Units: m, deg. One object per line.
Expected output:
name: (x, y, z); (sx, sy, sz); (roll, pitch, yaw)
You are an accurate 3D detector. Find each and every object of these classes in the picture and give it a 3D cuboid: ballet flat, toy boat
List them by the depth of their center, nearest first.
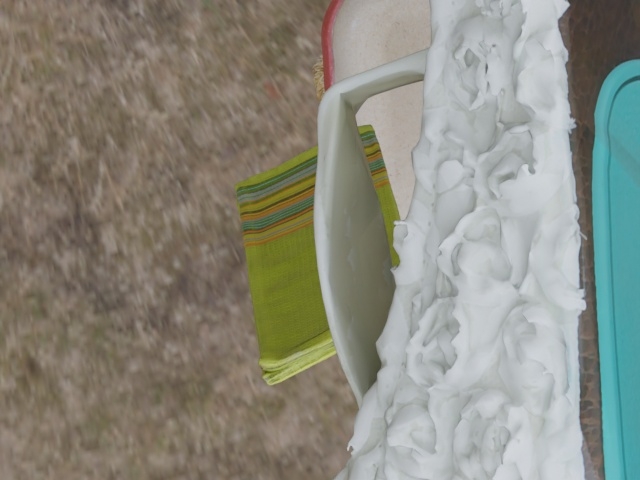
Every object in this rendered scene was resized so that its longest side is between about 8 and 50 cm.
ballet flat: (0.059, -0.072, 0.612); (0.147, 0.147, 0.409); (4, 90, -13)
toy boat: (0.061, -0.104, 1.445); (0.151, 0.151, 0.231); (-9, 104, -23)

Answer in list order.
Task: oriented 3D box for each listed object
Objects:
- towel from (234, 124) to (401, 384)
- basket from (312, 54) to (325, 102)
towel: (0.000, 0.000, 1.096); (0.102, 0.237, 0.021); (-29, 115, 8)
basket: (0.158, -0.147, 1.985); (0.299, 0.213, 0.223); (-22, 101, 6)
